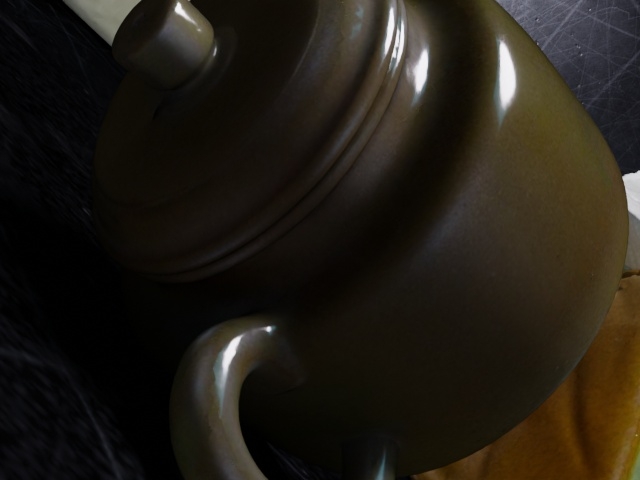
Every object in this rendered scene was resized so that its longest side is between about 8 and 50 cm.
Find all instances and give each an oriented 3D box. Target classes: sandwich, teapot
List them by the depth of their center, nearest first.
[{"bbox_3d":[-0.007,-0.016,0.438,0.175,0.186,0.267,38,42,-34],"label":"teapot"},{"bbox_3d":[0.158,0.105,0.728,0.063,0.212,0.245,39,7,-37],"label":"sandwich"}]

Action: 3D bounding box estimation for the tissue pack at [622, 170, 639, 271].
[{"bbox_3d":[0.232,0.130,0.860,0.170,0.071,0.325,44,-44,44],"label":"tissue pack"}]

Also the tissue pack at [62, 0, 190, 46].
[{"bbox_3d":[-0.153,-0.339,1.576,0.380,0.297,0.207,42,3,-43],"label":"tissue pack"}]
